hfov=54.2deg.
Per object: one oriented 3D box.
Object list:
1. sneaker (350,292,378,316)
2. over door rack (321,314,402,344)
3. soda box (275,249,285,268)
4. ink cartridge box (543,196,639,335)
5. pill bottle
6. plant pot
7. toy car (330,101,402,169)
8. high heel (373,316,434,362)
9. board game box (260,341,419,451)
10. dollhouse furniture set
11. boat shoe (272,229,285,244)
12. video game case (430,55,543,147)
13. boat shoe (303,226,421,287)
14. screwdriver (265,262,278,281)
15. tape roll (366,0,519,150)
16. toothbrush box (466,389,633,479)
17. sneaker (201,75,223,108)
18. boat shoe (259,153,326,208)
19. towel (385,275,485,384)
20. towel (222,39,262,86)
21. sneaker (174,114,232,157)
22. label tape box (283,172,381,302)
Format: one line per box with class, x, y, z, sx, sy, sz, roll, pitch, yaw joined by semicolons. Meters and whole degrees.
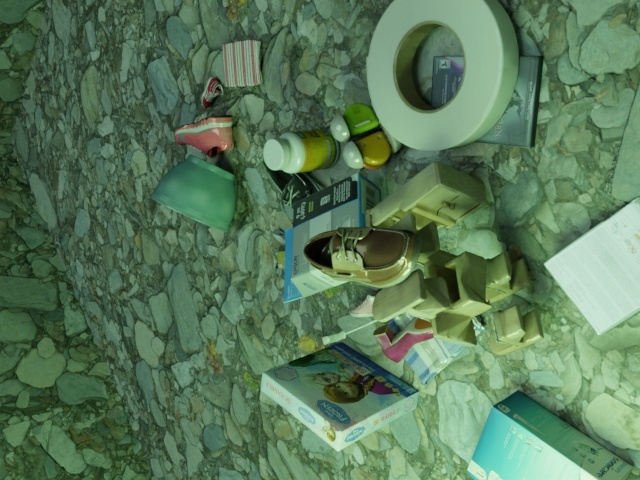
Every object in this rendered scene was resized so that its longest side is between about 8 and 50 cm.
sneaker;0.139;0.185;1.807;0.134;0.051;0.070;-8;93;45
over door rack;0.123;0.122;1.732;0.324;0.108;0.239;-27;72;31
soda box;-0.060;0.053;1.978;0.181;0.061;0.058;-5;96;48
ink cartridge box;0.612;0.056;1.281;0.232;0.066;0.189;-41;68;22
pill bottle;-0.056;-0.253;1.786;0.118;0.209;0.117;15;111;45
plant pot;-0.413;-0.177;2.169;0.293;0.293;0.196;26;92;41
toy car;0.119;-0.272;1.663;0.136;0.159;0.181;95;150;-78
high heel;0.257;0.267;1.653;0.244;0.082;0.117;-22;113;37
board game box;0.054;0.422;1.760;0.319;0.318;0.065;26;118;40
dollhouse furniture set;0.257;0.060;1.438;0.256;0.362;0.393;-38;44;44
boat shoe;-0.118;-0.003;2.053;0.100;0.035;0.035;24;144;37
video game case;0.372;-0.324;1.445;0.274;0.026;0.195;16;112;45
boat shoe;0.073;0.028;1.276;0.324;0.117;0.123;-13;61;56
screwdriver;-0.158;0.098;2.127;0.025;0.024;0.170;42;136;-6
tape roll;0.270;-0.404;1.464;0.392;0.072;0.391;15;111;44
toothbrush box;0.513;0.526;1.433;0.296;0.126;0.216;32;121;39
sneaker;-0.379;-0.507;2.193;0.067;0.042;0.118;45;127;34
boat shoe;-0.074;-0.144;1.899;0.335;0.119;0.121;49;131;27
towel;0.291;0.232;1.669;0.209;0.034;0.285;53;133;25
towel;-0.257;-0.579;2.058;0.197;0.029;0.144;13;109;47
sneaker;-0.419;-0.354;2.223;0.314;0.116;0.136;-4;98;47
label tape box;0.000;0.000;1.703;0.348;0.115;0.249;-22;53;33
